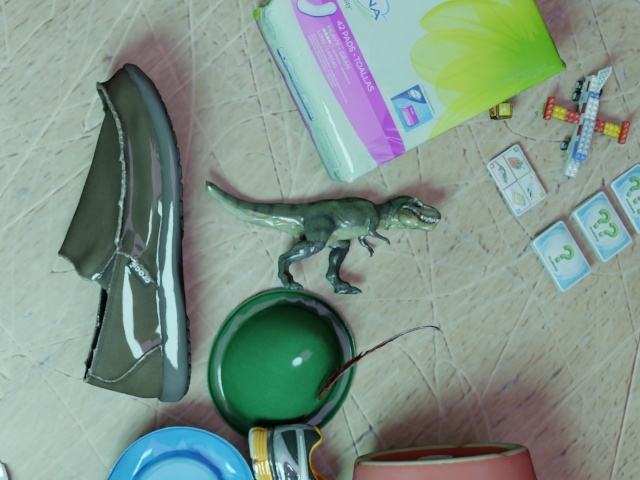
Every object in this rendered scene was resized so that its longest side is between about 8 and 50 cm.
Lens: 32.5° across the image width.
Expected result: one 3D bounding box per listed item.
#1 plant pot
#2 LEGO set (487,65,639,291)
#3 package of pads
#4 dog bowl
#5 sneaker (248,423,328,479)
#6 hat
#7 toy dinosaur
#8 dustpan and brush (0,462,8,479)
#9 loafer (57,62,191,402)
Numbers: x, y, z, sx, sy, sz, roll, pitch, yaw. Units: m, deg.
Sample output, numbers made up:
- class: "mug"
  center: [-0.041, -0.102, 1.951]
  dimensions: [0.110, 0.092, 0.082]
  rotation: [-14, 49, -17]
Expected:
- class: "plant pot"
  center: [0.141, 0.354, 1.206]
  dimensions: [0.275, 0.275, 0.243]
  rotation: [-4, 84, -13]
- class: "LEGO set"
  center: [0.306, -0.086, 1.316]
  dimensions: [0.182, 0.060, 0.244]
  rotation: [-34, 99, -13]
- class: "package of pads"
  center: [0.097, -0.231, 1.236]
  dimensions: [0.297, 0.101, 0.229]
  rotation: [-28, 100, -11]
- class: "dog bowl"
  center: [-0.192, 0.339, 1.211]
  dimensions: [0.166, 0.074, 0.297]
  rotation: [30, 85, -13]
- class: "sneaker"
  center: [-0.020, 0.304, 1.233]
  dimensions: [0.083, 0.084, 0.214]
  rotation: [-14, 104, -6]
- class: "hat"
  center: [-0.017, 0.139, 1.184]
  dimensions: [0.173, 0.183, 0.208]
  rotation: [29, 86, -14]
- class: "toy dinosaur"
  center: [0.000, 0.000, 1.248]
  dimensions: [0.268, 0.064, 0.118]
  rotation: [3, 85, -11]
- class: "dustpan and brush"
  center: [-0.394, 0.355, 1.170]
  dimensions: [0.147, 0.060, 0.211]
  rotation: [-10, 95, -13]
- class: "loafer"
  center: [-0.212, -0.002, 1.157]
  dimensions: [0.130, 0.134, 0.365]
  rotation: [-5, 94, -13]
